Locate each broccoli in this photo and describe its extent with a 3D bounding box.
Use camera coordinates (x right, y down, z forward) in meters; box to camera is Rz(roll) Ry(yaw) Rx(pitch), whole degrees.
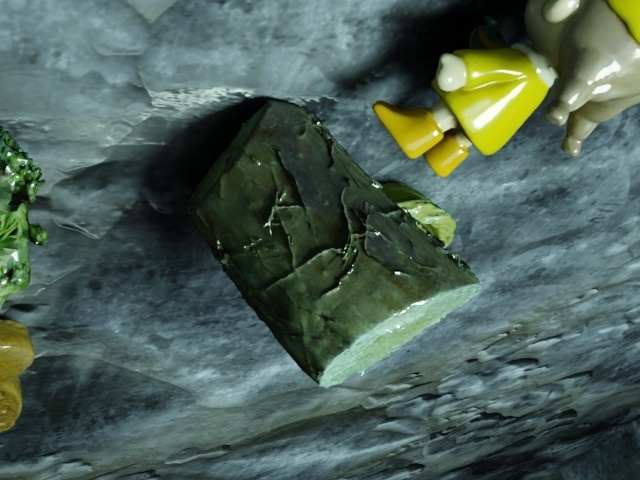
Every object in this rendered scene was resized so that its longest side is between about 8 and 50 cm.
[{"bbox_3d":[-0.332,-0.019,0.687,0.198,0.176,0.226,-12,171,-38],"label":"broccoli"}]

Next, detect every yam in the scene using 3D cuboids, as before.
[{"bbox_3d":[-0.004,0.002,0.846,0.202,0.271,0.201,-43,161,20],"label":"yam"}]

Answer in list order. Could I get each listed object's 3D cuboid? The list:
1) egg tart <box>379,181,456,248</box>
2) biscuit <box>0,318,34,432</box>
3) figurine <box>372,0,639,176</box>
[{"bbox_3d":[0.078,-0.007,1.055,0.197,0.078,0.197,-16,151,-9],"label":"egg tart"},{"bbox_3d":[-0.486,0.163,0.980,0.287,0.057,0.343,-26,149,7],"label":"biscuit"},{"bbox_3d":[0.234,-0.179,0.796,0.344,0.187,0.215,-31,172,22],"label":"figurine"}]
